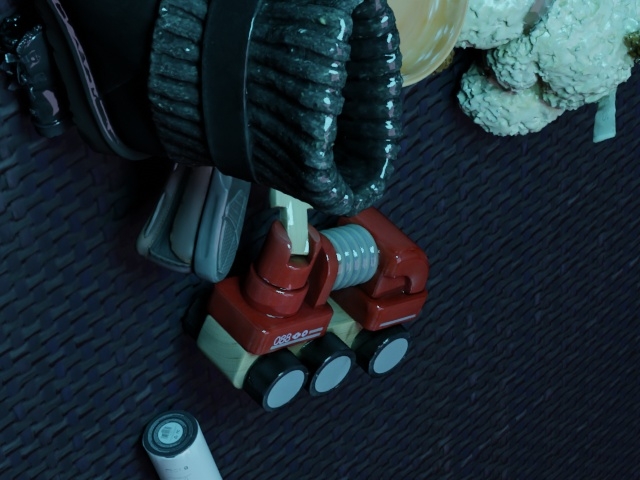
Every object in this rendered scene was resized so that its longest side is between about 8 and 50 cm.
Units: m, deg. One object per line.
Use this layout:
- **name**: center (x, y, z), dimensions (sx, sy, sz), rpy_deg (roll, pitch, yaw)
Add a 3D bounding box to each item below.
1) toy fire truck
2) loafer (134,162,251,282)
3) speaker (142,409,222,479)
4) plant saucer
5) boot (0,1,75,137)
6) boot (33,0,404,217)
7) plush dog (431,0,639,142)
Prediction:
- **toy fire truck**: center (0.000, 0.000, 1.780), dimensions (0.217, 0.158, 0.246), rpy_deg (-13, 136, -44)
- **loafer**: center (-0.094, -0.102, 1.616), dimensions (0.096, 0.084, 0.268), rpy_deg (4, 97, -77)
- **speaker**: center (-0.125, 0.222, 1.858), dimensions (0.055, 0.055, 0.136), rpy_deg (-42, 142, -20)
- **plant saucer**: center (0.043, -0.228, 1.664), dimensions (0.200, 0.037, 0.200), rpy_deg (1, 89, -38)
- **boot**: center (-0.192, -0.147, 1.508), dimensions (0.121, 0.045, 0.099), rpy_deg (-39, 135, -26)
- **boot**: center (-0.084, -0.186, 1.383), dimensions (0.131, 0.260, 0.348), rpy_deg (-45, 132, -32)
- **plush dog**: center (0.188, -0.223, 1.797), dimensions (0.225, 0.210, 0.262), rpy_deg (20, 100, -27)
